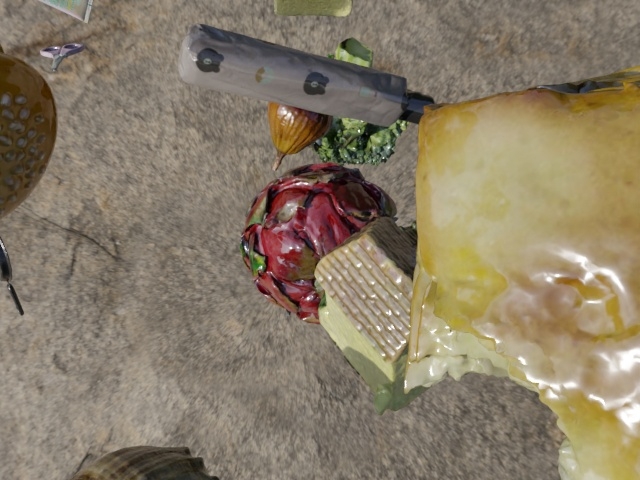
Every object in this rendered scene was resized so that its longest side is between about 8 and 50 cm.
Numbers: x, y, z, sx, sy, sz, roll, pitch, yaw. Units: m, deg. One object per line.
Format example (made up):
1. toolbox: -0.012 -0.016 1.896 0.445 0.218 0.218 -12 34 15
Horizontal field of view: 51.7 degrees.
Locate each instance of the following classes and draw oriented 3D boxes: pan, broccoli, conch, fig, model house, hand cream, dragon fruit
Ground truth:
1. pan: -0.661 0.065 1.368 0.028 0.136 0.235 -27 128 -33
2. broccoli: 0.079 -0.331 1.680 0.277 0.317 0.338 13 72 -3
3. conch: -0.175 0.330 0.758 0.159 0.291 0.210 -35 56 34
4. fig: -0.040 -0.208 1.197 0.119 0.153 0.119 7 48 -8
5. model house: 0.145 0.047 0.976 0.321 0.266 0.261 -33 59 -14
6. hand cream: -0.555 -0.511 1.350 0.174 0.047 0.076 17 119 -13
7. dragon fruit: -0.003 -0.001 1.288 0.330 0.329 0.329 0 86 -3

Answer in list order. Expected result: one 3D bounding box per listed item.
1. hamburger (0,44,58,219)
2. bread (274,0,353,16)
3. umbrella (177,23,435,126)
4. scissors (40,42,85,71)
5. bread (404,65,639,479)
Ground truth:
1. hamburger: -0.268 -0.081 0.470 0.115 0.162 0.162 32 85 15
2. bread: -0.015 -0.579 1.508 0.189 0.125 0.068 -2 43 -5
3. umbrella: -0.007 -0.196 0.825 0.338 0.073 0.067 8 68 -21
4. scissors: -0.641 -0.447 1.623 0.110 0.212 0.021 -10 125 -8
5. bread: 0.191 0.031 0.440 0.314 0.191 0.369 -5 67 28
